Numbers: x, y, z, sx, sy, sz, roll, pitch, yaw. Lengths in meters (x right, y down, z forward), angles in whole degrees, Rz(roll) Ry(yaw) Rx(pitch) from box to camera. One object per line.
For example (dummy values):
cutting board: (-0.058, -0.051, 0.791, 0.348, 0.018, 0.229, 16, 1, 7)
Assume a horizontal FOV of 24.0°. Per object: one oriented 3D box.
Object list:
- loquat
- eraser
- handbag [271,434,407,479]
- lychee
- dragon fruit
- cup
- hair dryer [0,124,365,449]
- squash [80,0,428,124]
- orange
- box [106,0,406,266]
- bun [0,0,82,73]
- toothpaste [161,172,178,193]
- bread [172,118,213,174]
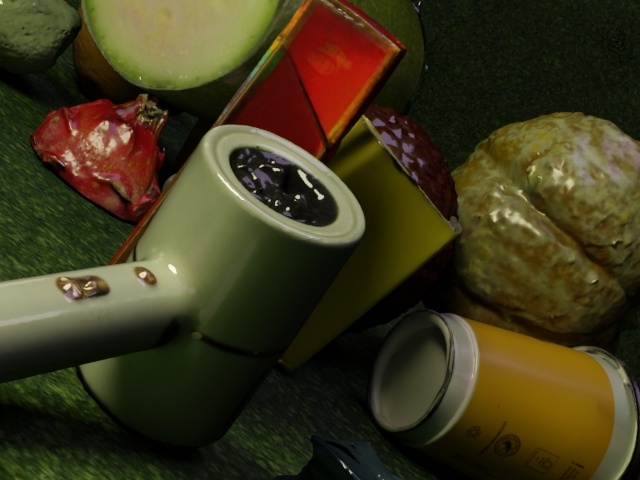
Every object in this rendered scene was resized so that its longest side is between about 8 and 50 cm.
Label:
loquat: (-0.214, -0.250, 1.896, 0.208, 0.208, 0.208, 38, 9, -7)
eraser: (0.000, 0.000, 1.424, 0.158, 0.226, 0.069, 49, 4, -15)
handbag: (0.076, 0.241, 1.127, 0.229, 0.062, 0.179, 42, 6, 21)
lychee: (0.022, -0.019, 1.588, 0.260, 0.260, 0.260, 38, 9, -7)
dragon fruit: (-0.209, -0.103, 1.517, 0.153, 0.111, 0.153, 34, 8, -6)
cup: (0.194, 0.175, 1.552, 0.280, 0.196, 0.196, 24, 16, -31)
hair dryer: (-0.138, 0.044, 0.936, 0.128, 0.203, 0.362, 46, 28, 22)
squash: (-0.057, -0.242, 1.695, 0.263, 0.263, 0.384, 43, 10, 25)
orange: (0.225, 0.022, 1.721, 0.210, 0.368, 0.271, -16, 53, -32)
box: (-0.056, -0.053, 1.213, 0.089, 0.313, 0.197, 37, 9, 0)
bun: (-0.370, -0.261, 1.659, 0.221, 0.108, 0.221, 34, 2, -1)
toothpaste: (-0.135, -0.002, 1.508, 0.089, 0.057, 0.234, 38, 16, -19)
bread: (-0.088, -0.067, 1.837, 0.199, 0.104, 0.199, 33, 8, -5)
